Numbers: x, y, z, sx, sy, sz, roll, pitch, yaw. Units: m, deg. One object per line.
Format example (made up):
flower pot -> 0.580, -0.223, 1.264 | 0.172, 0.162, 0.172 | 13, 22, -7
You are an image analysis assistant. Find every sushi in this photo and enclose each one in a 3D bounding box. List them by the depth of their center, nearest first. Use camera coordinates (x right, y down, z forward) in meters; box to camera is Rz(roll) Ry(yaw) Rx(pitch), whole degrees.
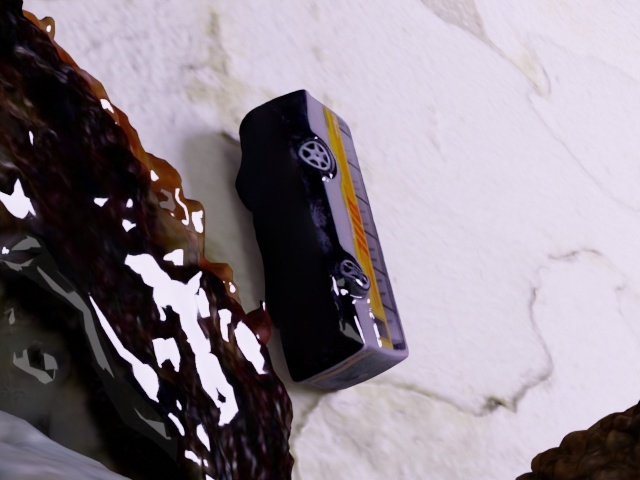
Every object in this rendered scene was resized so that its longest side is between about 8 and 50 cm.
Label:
sushi -> -0.161, 0.001, 0.523 | 0.343, 0.196, 0.182 | 55, 14, -8

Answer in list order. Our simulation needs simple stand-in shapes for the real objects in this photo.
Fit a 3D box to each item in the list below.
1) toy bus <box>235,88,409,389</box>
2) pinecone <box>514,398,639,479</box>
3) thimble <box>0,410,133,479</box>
toy bus -> 0.000, 0.000, 0.822 | 0.072, 0.057, 0.172 | 27, 41, -49
pinecone -> 0.206, 0.216, 0.755 | 0.246, 0.246, 0.292 | -14, 91, -55
thimble -> -0.091, 0.188, 0.321 | 0.291, 0.195, 0.291 | -11, 107, -39
